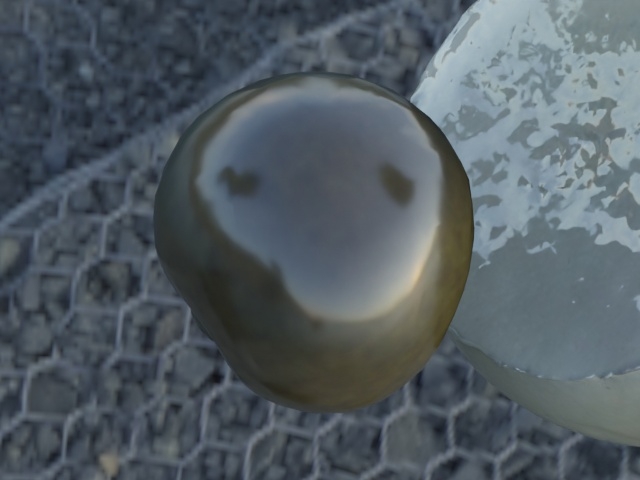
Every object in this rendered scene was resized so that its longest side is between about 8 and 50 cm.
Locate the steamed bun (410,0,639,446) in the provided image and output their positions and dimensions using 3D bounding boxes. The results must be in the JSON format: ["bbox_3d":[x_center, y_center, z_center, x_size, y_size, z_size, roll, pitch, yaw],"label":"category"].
[{"bbox_3d":[0.212,-0.032,1.190,0.206,0.324,0.324,14,39,-49],"label":"steamed bun"}]

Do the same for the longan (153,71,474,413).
[{"bbox_3d":[0.000,0.000,1.066,0.189,0.189,0.189,5,52,-7],"label":"longan"}]
